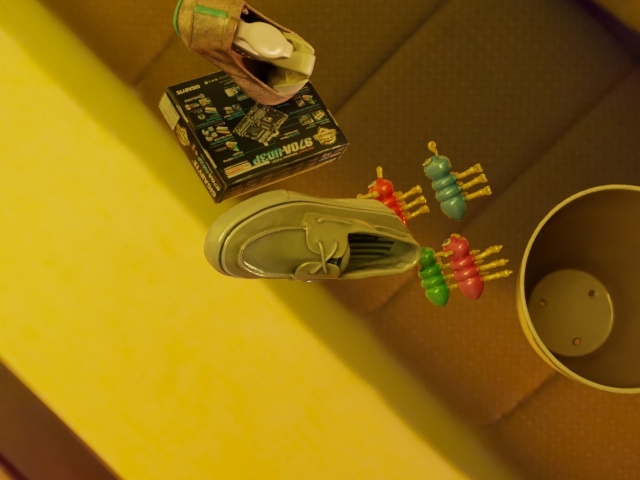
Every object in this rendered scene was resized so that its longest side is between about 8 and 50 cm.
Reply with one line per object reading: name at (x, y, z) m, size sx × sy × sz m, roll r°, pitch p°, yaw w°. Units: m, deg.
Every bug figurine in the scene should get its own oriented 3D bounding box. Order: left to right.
bug figurine at (0.151, -0.015, 1.724) m, size 0.216 × 0.072 × 0.279 m, roll 65°, pitch 159°, yaw -2°

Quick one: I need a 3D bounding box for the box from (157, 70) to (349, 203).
box at (-0.093, -0.165, 1.811) m, size 0.175 × 0.220 × 0.051 m, roll 58°, pitch 147°, yaw 16°

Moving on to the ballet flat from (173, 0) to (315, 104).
ballet flat at (-0.072, -0.243, 1.677) m, size 0.106 × 0.108 × 0.316 m, roll 9°, pitch 178°, yaw 27°

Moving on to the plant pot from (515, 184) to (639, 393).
plant pot at (0.363, 0.079, 1.684) m, size 0.256 × 0.256 × 0.274 m, roll 43°, pitch 171°, yaw 4°

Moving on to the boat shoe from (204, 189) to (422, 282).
boat shoe at (0.000, 0.000, 1.566) m, size 0.302 × 0.109 × 0.094 m, roll -7°, pitch -150°, yaw -39°
